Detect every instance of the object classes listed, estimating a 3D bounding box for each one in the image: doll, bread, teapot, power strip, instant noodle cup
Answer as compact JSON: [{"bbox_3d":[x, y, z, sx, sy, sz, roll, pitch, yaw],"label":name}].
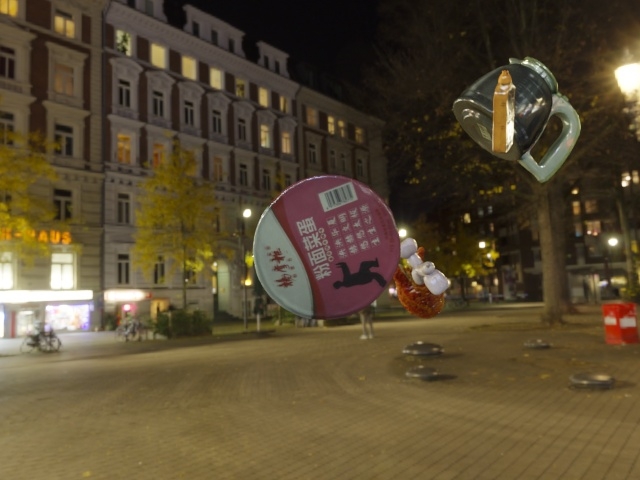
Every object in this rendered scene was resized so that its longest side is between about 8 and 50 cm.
[{"bbox_3d":[0.269,0.064,1.444,0.059,0.160,0.161,-37,23,-7],"label":"doll"},{"bbox_3d":[0.313,0.151,1.688,0.139,0.269,0.095,-27,33,3],"label":"bread"},{"bbox_3d":[0.552,-0.348,1.423,0.239,0.321,0.239,-46,-21,1],"label":"teapot"},{"bbox_3d":[0.369,-0.256,1.057,0.028,0.178,0.049,17,45,35],"label":"power strip"},{"bbox_3d":[0.000,0.000,0.901,0.234,0.235,0.178,-2,10,-8],"label":"instant noodle cup"}]
